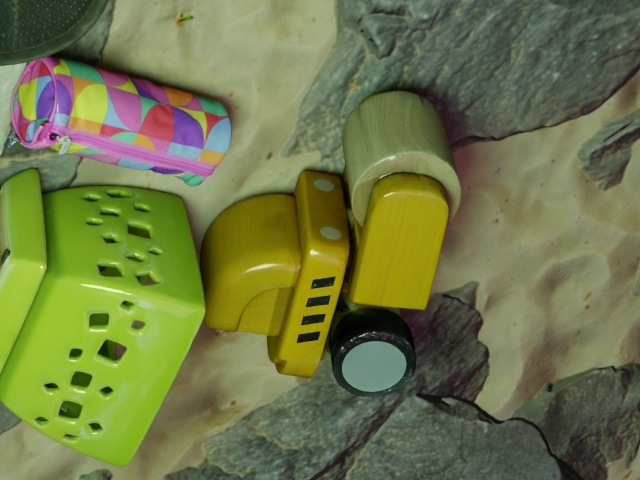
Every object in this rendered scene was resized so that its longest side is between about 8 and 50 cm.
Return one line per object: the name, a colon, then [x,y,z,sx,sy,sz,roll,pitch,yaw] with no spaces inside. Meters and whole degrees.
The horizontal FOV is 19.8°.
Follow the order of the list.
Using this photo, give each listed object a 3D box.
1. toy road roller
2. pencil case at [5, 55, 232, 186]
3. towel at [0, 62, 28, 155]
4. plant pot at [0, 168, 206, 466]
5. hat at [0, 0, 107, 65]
toy road roller: [0.000,0.000,1.987,0.240,0.202,0.330,8,123,-11]
pencil case: [-0.204,-0.118,1.867,0.236,0.104,0.104,9,122,-39]
towel: [-0.404,-0.116,1.844,0.187,0.049,0.282,7,117,-32]
plant pot: [-0.266,0.069,1.932,0.207,0.227,0.228,18,117,-22]
hat: [-0.275,-0.322,1.665,0.134,0.331,0.331,-16,142,-59]
